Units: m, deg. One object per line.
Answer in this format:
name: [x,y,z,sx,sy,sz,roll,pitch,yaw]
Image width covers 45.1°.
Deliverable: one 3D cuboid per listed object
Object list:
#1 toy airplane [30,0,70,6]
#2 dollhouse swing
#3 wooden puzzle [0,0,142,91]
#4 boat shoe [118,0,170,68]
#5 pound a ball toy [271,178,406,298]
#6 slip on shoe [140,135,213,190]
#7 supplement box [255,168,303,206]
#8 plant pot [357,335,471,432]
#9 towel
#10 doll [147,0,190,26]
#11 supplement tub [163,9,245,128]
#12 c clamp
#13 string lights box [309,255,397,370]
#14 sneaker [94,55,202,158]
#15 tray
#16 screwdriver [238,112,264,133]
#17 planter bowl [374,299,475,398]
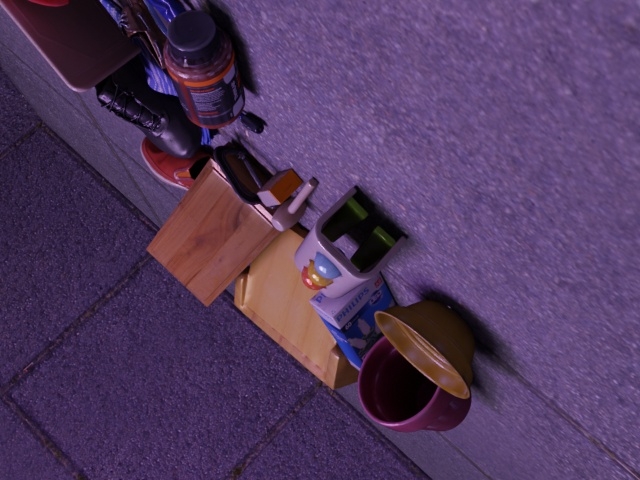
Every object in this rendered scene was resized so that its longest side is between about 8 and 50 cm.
toy airplane: [-0.520,-0.518,1.061,0.384,0.272,0.386,46,167,-1]
dollhouse swing: [0.012,0.111,1.803,0.346,0.305,0.315,36,-155,32]
wooden puzzle: [-0.445,-0.380,1.333,0.044,0.221,0.239,-32,108,32]
boat shoe: [-0.303,-0.370,1.293,0.183,0.066,0.066,48,166,-12]
pound a ball toy: [0.000,0.000,1.353,0.208,0.136,0.319,44,166,0]
slip on shoe: [-0.282,-0.165,1.759,0.331,0.123,0.101,35,149,23]
supplement box: [-0.079,-0.098,1.446,0.036,0.062,0.098,48,165,-13]
plant pot: [0.205,0.297,1.546,0.180,0.201,0.201,36,175,-42]
towel: [-0.344,-0.347,1.539,0.336,0.040,0.243,41,165,14]
doll: [-0.275,-0.386,1.141,0.189,0.046,0.129,37,170,-26]
supplement tub: [-0.176,-0.259,1.170,0.106,0.106,0.198,41,166,16]
c clamp: [-0.141,-0.124,1.515,0.022,0.137,0.161,-39,83,34]
string lights box: [0.088,0.162,1.572,0.076,0.133,0.260,34,163,40]
sneaker: [-0.344,-0.253,1.435,0.286,0.109,0.130,42,-156,7]
tray: [-0.227,-0.019,1.694,0.203,0.076,0.411,43,138,-3]
screwdriver: [-0.154,-0.230,1.372,0.170,0.024,0.025,37,-166,37]
planter bowl: [0.203,0.169,1.351,0.217,0.090,0.217,41,166,12]
